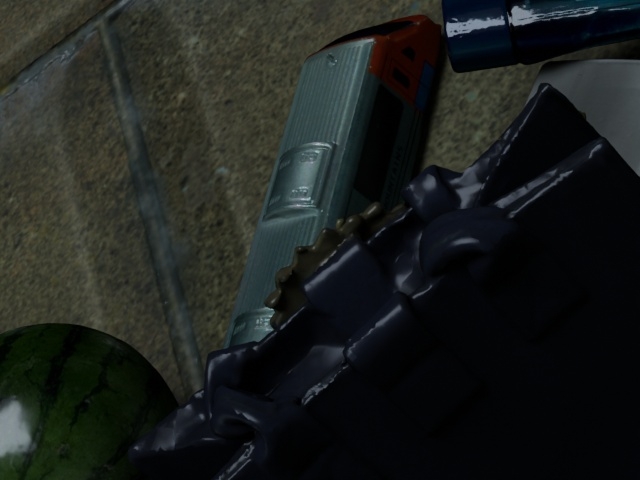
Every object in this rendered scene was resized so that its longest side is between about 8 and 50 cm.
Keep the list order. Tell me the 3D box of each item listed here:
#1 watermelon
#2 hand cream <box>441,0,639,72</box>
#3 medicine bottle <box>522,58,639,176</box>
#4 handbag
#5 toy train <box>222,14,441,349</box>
[{"bbox_3d":[-0.184,0.146,1.409,0.188,0.188,0.215,-27,16,23],"label":"watermelon"},{"bbox_3d":[0.215,-0.166,1.319,0.270,0.061,0.120,-11,26,9],"label":"hand cream"},{"bbox_3d":[0.176,-0.018,1.288,0.132,0.088,0.188,7,66,45],"label":"medicine bottle"},{"bbox_3d":[0.094,0.101,1.095,0.303,0.329,0.122,-43,39,6],"label":"handbag"},{"bbox_3d":[0.000,0.000,1.428,0.086,0.089,0.409,-11,55,41],"label":"toy train"}]
